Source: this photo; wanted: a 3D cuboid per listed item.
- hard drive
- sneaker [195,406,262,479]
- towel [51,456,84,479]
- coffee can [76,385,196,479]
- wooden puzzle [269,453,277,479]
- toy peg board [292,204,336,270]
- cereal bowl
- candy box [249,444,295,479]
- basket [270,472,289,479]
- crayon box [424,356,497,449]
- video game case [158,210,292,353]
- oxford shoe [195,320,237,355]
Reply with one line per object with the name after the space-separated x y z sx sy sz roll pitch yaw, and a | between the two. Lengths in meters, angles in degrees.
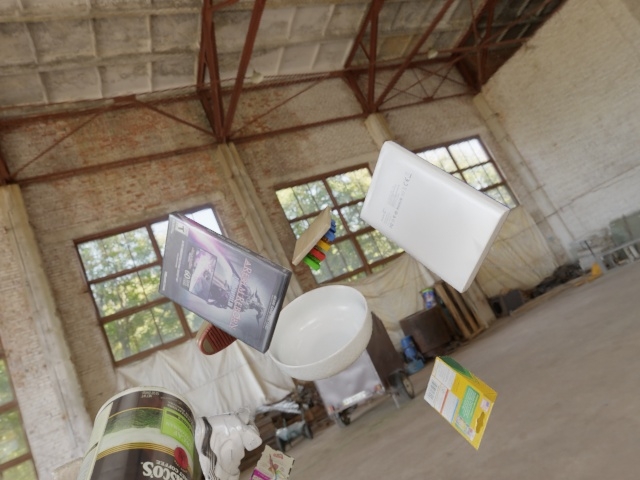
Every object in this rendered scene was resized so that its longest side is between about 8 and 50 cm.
0.237 -0.060 1.002 0.040 0.318 0.210 -17 -45 -40 | hard drive
-0.295 0.760 1.531 0.210 0.366 0.137 -16 0 -15 | sneaker
-0.691 0.765 1.347 0.187 0.283 0.049 -14 25 -40 | towel
-0.329 0.430 0.795 0.201 0.202 0.275 -24 25 -4 | coffee can
-0.144 0.688 1.346 0.006 0.050 0.083 -19 8 -10 | wooden puzzle
0.000 0.000 1.338 0.161 0.079 0.161 -48 15 20 | toy peg board
0.010 0.302 1.387 0.338 0.141 0.339 -19 30 11 | cereal bowl
-0.231 1.079 2.032 0.233 0.159 0.071 -56 -11 -60 | candy box
-0.180 1.070 1.690 0.289 0.254 0.201 -53 11 -1 | basket
0.561 0.630 1.756 0.083 0.203 0.323 7 14 -26 | crayon box
-0.199 0.084 0.884 0.026 0.274 0.196 -37 -31 -58 | video game case
-0.269 0.187 1.312 0.130 0.123 0.348 8 40 28 | oxford shoe
